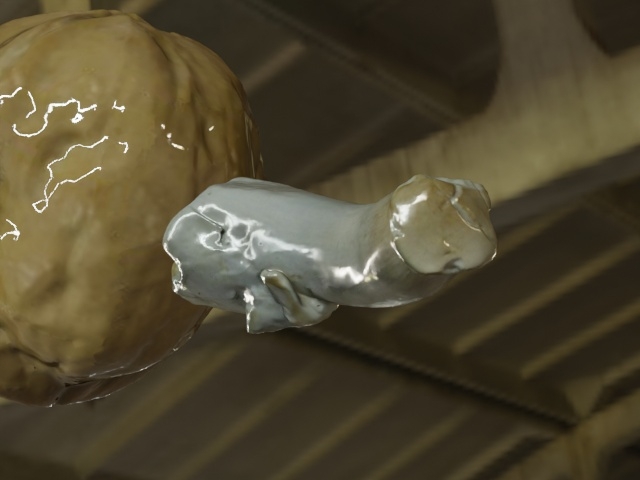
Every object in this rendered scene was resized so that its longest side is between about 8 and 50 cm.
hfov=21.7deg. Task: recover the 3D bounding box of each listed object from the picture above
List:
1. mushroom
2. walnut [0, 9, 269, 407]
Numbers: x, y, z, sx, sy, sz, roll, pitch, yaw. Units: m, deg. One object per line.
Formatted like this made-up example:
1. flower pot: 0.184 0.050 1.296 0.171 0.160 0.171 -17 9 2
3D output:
1. mushroom: 0.001 0.002 1.004 0.278 0.099 0.096 1 -50 49
2. walnut: -0.231 -0.044 1.646 0.384 0.383 0.383 -7 -23 -3
